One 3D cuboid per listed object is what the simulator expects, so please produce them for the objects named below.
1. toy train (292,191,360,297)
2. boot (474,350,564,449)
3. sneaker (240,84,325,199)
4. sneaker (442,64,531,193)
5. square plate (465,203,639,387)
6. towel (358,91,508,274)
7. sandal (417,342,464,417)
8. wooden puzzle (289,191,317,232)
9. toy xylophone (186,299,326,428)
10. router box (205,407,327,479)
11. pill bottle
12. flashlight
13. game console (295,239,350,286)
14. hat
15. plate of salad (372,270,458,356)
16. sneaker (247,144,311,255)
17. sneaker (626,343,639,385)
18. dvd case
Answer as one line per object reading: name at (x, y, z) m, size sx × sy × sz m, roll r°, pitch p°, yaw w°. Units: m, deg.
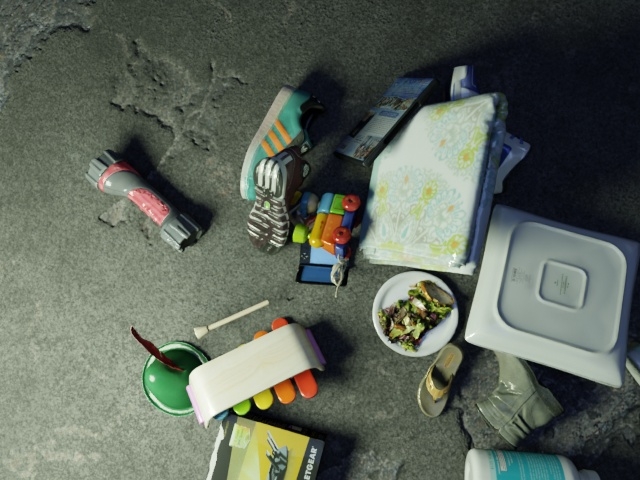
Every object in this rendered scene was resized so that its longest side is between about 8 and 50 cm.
toy train at (0.000, 0.000, 1.302) m, size 0.143 × 0.105 × 0.248 m, roll 12°, pitch 64°, yaw 10°
boot at (0.409, 0.334, 1.274) m, size 0.161 × 0.083 × 0.246 m, roll -37°, pitch 80°, yaw 6°
sneaker at (-0.089, -0.224, 1.364) m, size 0.121 × 0.108 × 0.302 m, roll 23°, pitch 85°, yaw 12°
sneaker at (0.386, -0.241, 1.324) m, size 0.182 × 0.127 × 0.315 m, roll -5°, pitch 90°, yaw 1°
square plate at (0.527, 0.107, 1.259) m, size 0.344 × 0.049 × 0.347 m, roll 16°, pitch 70°, yaw 5°
towel at (0.238, -0.119, 1.237) m, size 0.090 × 0.321 × 0.374 m, roll 14°, pitch 86°, yaw -37°
sandal at (0.274, 0.319, 1.295) m, size 0.072 × 0.049 × 0.180 m, roll 24°, pitch 96°, yaw 7°
wooden puzzle at (-0.038, -0.061, 1.389) m, size 0.116 × 0.014 × 0.078 m, roll 43°, pitch 89°, yaw 8°
toy xylophone at (-0.157, 0.275, 1.297) m, size 0.323 × 0.081 × 0.236 m, roll -17°, pitch 62°, yaw -6°
router box at (-0.139, 0.566, 1.294) m, size 0.243 × 0.081 × 0.308 m, roll 13°, pitch 85°, yaw 7°
pill bottle at (0.450, 0.528, 1.211) m, size 0.264 × 0.146 × 0.146 m, roll 2°, pitch 84°, yaw 6°
flashlight at (-0.431, -0.092, 1.384) m, size 0.304 × 0.103 × 0.103 m, roll 41°, pitch 88°, yaw 9°
game console at (0.007, 0.049, 1.342) m, size 0.122 × 0.071 × 0.107 m, roll 4°, pitch 91°, yaw 5°
hat at (-0.364, 0.317, 1.291) m, size 0.208 × 0.183 × 0.173 m, roll 37°, pitch 88°, yaw 8°
plate of salad at (0.221, 0.170, 1.322) m, size 0.200 × 0.048 × 0.199 m, roll 0°, pitch 84°, yaw 5°
sneaker at (-0.081, -0.099, 1.324) m, size 0.106 × 0.281 × 0.162 m, roll 30°, pitch 47°, yaw 15°
sneaker at (0.795, 0.322, 1.230) m, size 0.151 × 0.094 × 0.255 m, roll -29°, pitch 83°, yaw -1°
dvd case at (0.148, -0.280, 1.323) m, size 0.022 × 0.180 × 0.253 m, roll 42°, pitch 88°, yaw -26°
